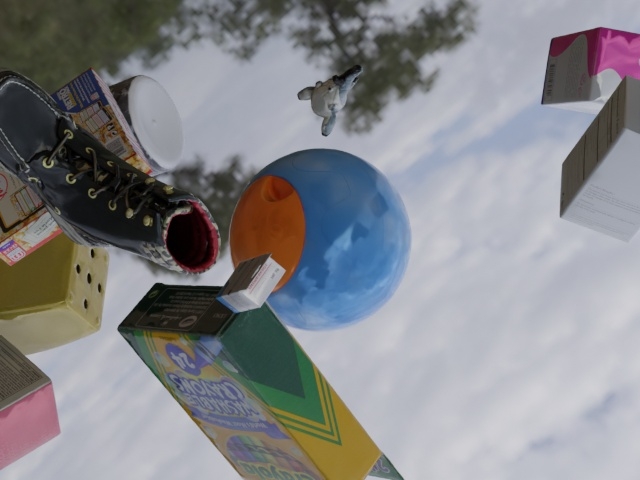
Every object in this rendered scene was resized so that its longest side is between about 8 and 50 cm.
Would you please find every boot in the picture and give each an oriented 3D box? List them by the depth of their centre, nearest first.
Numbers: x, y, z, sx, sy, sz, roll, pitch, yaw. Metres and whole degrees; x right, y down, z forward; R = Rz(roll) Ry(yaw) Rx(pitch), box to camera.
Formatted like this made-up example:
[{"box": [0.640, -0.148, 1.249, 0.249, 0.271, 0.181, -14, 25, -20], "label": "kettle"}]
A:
[{"box": [-0.204, -0.061, 1.284, 0.178, 0.236, 0.085, 17, -117, 38], "label": "boot"}]

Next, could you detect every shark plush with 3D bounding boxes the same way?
[{"box": [0.022, -0.214, 1.915, 0.067, 0.073, 0.161, -31, 164, -22], "label": "shark plush"}]

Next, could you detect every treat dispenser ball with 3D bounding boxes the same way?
[{"box": [0.000, 0.000, 2.181, 0.288, 0.288, 0.288, -40, -168, 10], "label": "treat dispenser ball"}]

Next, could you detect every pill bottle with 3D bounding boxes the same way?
[{"box": [-0.313, -0.121, 1.835, 0.245, 0.130, 0.130, -17, -158, 23], "label": "pill bottle"}]

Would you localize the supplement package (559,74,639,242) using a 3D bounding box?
[{"box": [0.393, -0.102, 1.782, 0.179, 0.105, 0.105, 120, -13, -46], "label": "supplement package"}]

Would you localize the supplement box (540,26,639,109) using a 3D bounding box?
[{"box": [0.425, -0.253, 2.102, 0.220, 0.114, 0.111, -150, -112, -81], "label": "supplement box"}]

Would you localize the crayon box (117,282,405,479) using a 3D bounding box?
[{"box": [-0.068, 0.192, 1.613, 0.203, 0.323, 0.083, -1, -137, 51], "label": "crayon box"}]

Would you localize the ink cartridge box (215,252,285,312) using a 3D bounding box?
[{"box": [-0.066, 0.042, 1.368, 0.048, 0.028, 0.083, -56, -164, -21], "label": "ink cartridge box"}]

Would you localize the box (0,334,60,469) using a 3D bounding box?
[{"box": [-0.542, 0.277, 2.151, 0.232, 0.127, 0.148, -30, -133, -32], "label": "box"}]

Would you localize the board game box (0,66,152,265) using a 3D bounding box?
[{"box": [-0.303, -0.085, 1.561, 0.193, 0.045, 0.147, -33, -123, 4], "label": "board game box"}]

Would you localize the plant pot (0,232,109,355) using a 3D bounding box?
[{"box": [-0.466, 0.066, 2.296, 0.187, 0.212, 0.212, -1, -113, 15], "label": "plant pot"}]
